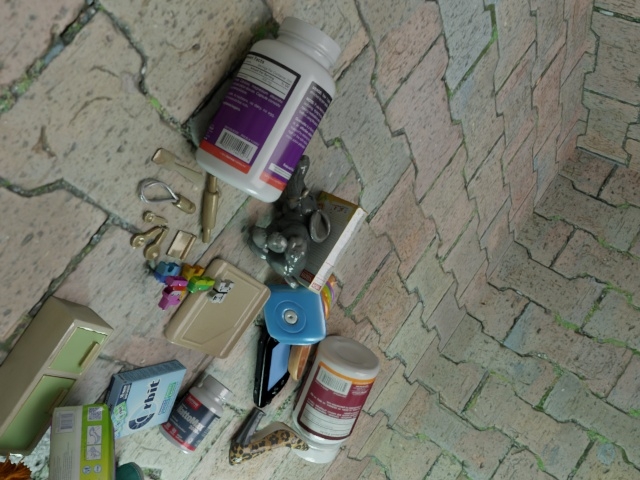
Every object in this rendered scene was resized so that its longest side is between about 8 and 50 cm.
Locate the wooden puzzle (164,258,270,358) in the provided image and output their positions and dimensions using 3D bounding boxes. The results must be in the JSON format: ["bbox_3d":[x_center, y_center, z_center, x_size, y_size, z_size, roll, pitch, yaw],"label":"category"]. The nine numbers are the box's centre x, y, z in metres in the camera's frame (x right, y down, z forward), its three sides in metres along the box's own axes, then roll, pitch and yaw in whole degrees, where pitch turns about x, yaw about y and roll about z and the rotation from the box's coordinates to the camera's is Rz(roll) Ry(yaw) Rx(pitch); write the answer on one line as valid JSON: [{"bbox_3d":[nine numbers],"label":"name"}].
[{"bbox_3d":[-0.245,0.168,1.399,0.221,0.044,0.238,-56,146,-5],"label":"wooden puzzle"}]

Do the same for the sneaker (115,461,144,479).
[{"bbox_3d":[-0.523,0.659,1.346,0.302,0.108,0.121,-59,155,3],"label":"sneaker"}]

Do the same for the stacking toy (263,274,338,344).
[{"bbox_3d":[-0.025,0.159,1.634,0.302,0.175,0.166,-38,123,-63],"label":"stacking toy"}]

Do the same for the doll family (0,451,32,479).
[{"bbox_3d":[-0.569,0.399,0.939,0.163,0.263,0.118,125,-24,-61],"label":"doll family"}]

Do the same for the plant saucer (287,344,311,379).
[{"bbox_3d":[-0.058,0.324,1.763,0.200,0.037,0.200,15,90,-82],"label":"plant saucer"}]

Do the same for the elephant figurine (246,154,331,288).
[{"bbox_3d":[-0.053,-0.047,1.396,0.239,0.169,0.186,-60,-176,-32],"label":"elephant figurine"}]

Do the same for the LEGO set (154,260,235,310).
[{"bbox_3d":[-0.290,0.105,1.226,0.093,0.087,0.227,-60,157,7],"label":"LEGO set"}]

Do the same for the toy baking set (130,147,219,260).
[{"bbox_3d":[-0.277,-0.061,1.142,0.197,0.030,0.256,-18,131,-50],"label":"toy baking set"}]

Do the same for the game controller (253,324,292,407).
[{"bbox_3d":[-0.130,0.351,1.711,0.166,0.067,0.319,-29,139,-42],"label":"game controller"}]

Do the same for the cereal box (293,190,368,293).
[{"bbox_3d":[0.000,0.000,1.481,0.047,0.173,0.240,33,88,-38],"label":"cereal box"}]

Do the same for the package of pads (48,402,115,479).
[{"bbox_3d":[-0.433,0.437,1.059,0.101,0.229,0.296,-1,156,-17],"label":"package of pads"}]

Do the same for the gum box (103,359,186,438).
[{"bbox_3d":[-0.408,0.364,1.320,0.184,0.041,0.157,1,116,-56],"label":"gum box"}]

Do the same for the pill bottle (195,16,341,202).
[{"bbox_3d":[-0.091,-0.248,1.104,0.323,0.181,0.181,-61,151,3],"label":"pill bottle"}]

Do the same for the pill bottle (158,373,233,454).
[{"bbox_3d":[-0.311,0.435,1.468,0.180,0.108,0.108,-51,150,-15],"label":"pill bottle"}]

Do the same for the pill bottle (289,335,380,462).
[{"bbox_3d":[0.036,0.546,1.984,0.224,0.224,0.392,-6,122,-55],"label":"pill bottle"}]

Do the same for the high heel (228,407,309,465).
[{"bbox_3d":[-0.166,0.670,1.850,0.261,0.093,0.186,39,76,-26],"label":"high heel"}]

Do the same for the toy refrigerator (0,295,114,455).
[{"bbox_3d":[-0.494,0.243,1.023,0.269,0.094,0.102,-57,150,-5],"label":"toy refrigerator"}]
